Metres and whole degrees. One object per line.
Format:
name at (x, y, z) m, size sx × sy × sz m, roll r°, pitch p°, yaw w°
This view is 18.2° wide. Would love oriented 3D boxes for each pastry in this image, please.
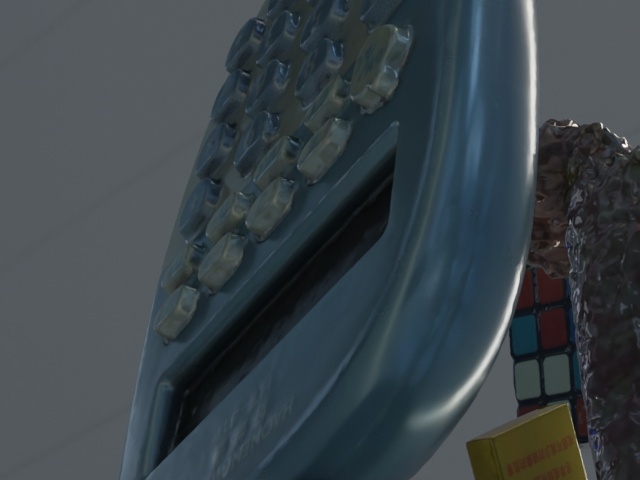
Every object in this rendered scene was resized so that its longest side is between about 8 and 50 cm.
pastry at (0.132, 0.051, 0.670) m, size 0.112 × 0.103 × 0.265 m, roll -26°, pitch -133°, yaw 12°

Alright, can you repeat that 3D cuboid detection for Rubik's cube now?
Rubik's cube at (0.258, 0.087, 1.623) m, size 0.155 × 0.151 × 0.154 m, roll -19°, pitch -107°, yaw 56°

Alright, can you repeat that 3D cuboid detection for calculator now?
calculator at (0.000, 0.000, 0.573) m, size 0.188 × 0.042 × 0.302 m, roll -45°, pitch -151°, yaw 42°

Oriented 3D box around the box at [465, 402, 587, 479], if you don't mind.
box at (0.131, 0.176, 1.125) m, size 0.023 × 0.087 × 0.155 m, roll -15°, pitch -90°, yaw 36°
